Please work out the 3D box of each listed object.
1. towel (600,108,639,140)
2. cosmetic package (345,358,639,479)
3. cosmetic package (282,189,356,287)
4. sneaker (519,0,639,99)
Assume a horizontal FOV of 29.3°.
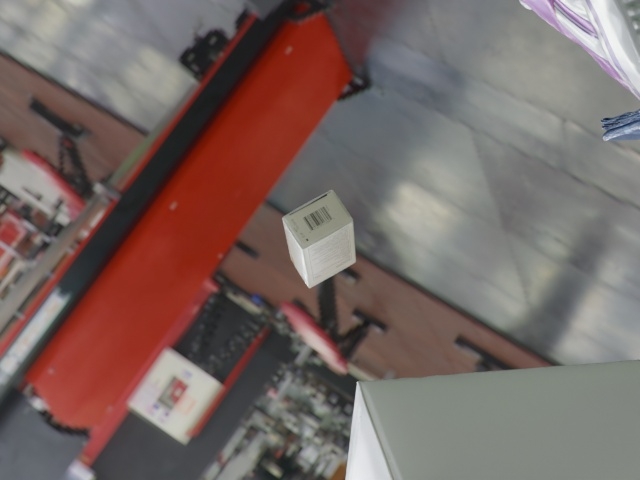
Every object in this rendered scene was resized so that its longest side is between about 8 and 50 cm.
[{"bbox_3d":[0.401,-0.146,1.508,0.067,0.029,0.119,-2,175,-16],"label":"towel"},{"bbox_3d":[0.206,0.200,0.843,0.366,0.197,0.155,-1,-147,-13],"label":"cosmetic package"},{"bbox_3d":[0.000,0.000,1.215,0.041,0.060,0.115,57,170,19],"label":"cosmetic package"},{"bbox_3d":[0.140,-0.178,0.748,0.282,0.102,0.161,41,166,-34],"label":"sneaker"}]
